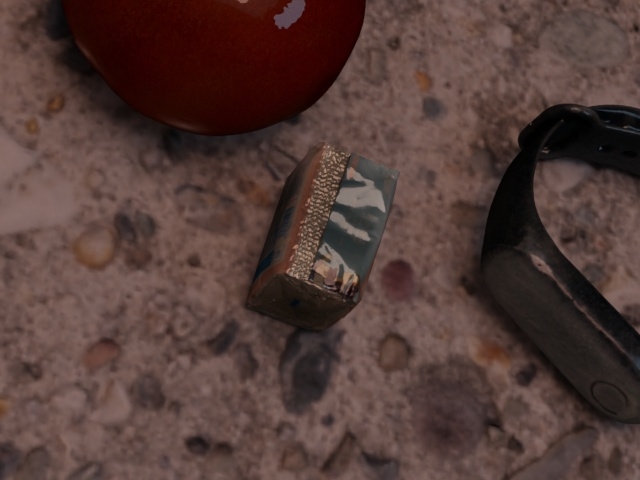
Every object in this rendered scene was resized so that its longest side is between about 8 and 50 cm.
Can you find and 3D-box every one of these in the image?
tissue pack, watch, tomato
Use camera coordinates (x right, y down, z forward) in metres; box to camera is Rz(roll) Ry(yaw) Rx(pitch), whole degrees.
[{"bbox_3d":[0.000,0.000,1.069,0.059,0.074,0.094,23,65,-13],"label":"tissue pack"},{"bbox_3d":[0.200,0.004,1.146,0.206,0.068,0.193,45,57,-1],"label":"watch"},{"bbox_3d":[-0.063,-0.160,1.079,0.195,0.136,0.195,7,66,-16],"label":"tomato"}]
